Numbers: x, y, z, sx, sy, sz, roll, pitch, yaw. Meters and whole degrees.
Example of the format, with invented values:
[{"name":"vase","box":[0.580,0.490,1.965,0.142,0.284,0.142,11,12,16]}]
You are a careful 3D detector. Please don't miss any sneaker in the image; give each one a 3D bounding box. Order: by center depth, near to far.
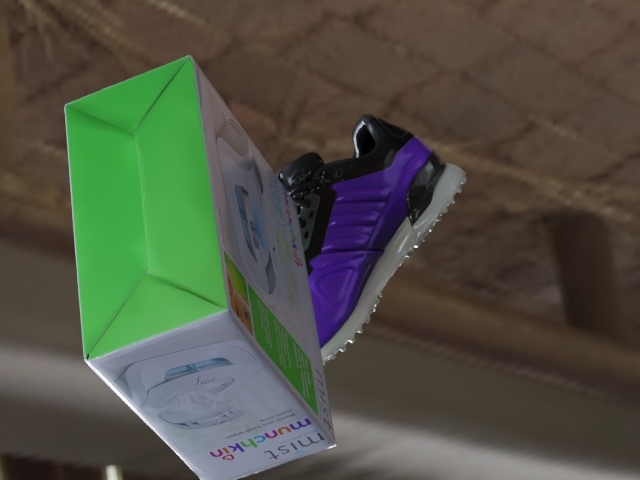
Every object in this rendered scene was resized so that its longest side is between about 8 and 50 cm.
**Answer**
[{"name":"sneaker","box":[0.000,0.000,1.727,0.146,0.293,0.102,42,156,-11]}]

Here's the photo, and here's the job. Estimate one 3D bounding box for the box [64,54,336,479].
[{"name":"box","box":[-0.100,0.030,1.510,0.127,0.262,0.231,-20,141,13]}]
